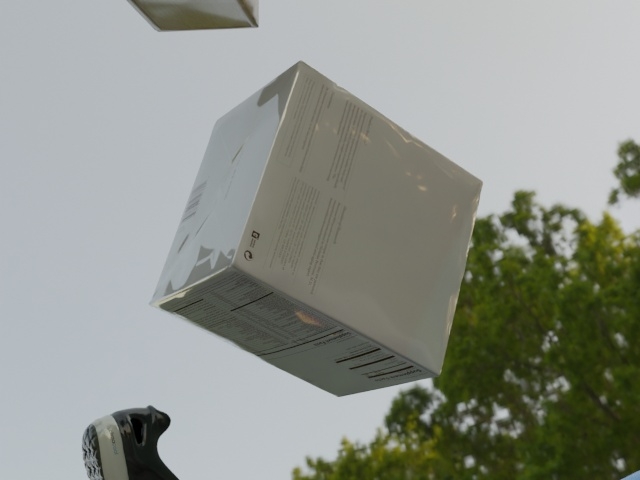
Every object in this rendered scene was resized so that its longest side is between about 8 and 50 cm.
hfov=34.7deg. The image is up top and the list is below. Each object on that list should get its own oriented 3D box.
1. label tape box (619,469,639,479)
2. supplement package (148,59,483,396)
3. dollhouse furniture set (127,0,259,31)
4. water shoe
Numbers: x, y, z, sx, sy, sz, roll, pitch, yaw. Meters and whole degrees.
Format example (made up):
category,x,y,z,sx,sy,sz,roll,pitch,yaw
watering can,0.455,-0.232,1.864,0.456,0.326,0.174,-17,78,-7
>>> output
category,x,y,z,sx,sy,sz,roll,pitch,yaw
label tape box,0.200,0.291,0.725,0.241,0.334,0.106,-36,-94,28
supplement package,0.000,0.000,0.867,0.203,0.194,0.149,30,-30,-24
dollhouse furniture set,-0.114,-0.320,0.876,0.212,0.161,0.242,-2,-94,6
water shoe,-0.134,0.238,0.850,0.080,0.073,0.203,-15,-91,-28
